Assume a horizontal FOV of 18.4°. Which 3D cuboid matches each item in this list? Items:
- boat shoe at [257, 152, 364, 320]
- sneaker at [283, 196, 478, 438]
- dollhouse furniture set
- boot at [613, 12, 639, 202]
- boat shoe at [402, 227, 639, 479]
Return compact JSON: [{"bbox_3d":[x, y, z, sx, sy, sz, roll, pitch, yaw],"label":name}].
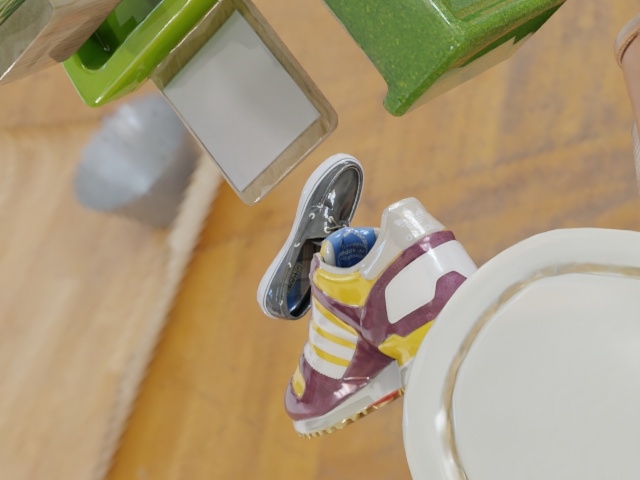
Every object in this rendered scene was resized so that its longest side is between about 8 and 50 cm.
[{"bbox_3d":[0.000,0.000,1.536,0.040,0.049,0.142,21,83,57],"label":"boat shoe"},{"bbox_3d":[0.024,0.036,0.949,0.069,0.084,0.185,-24,-6,-31],"label":"sneaker"},{"bbox_3d":[-0.084,-0.052,0.668,0.197,0.151,0.301,-42,-6,36],"label":"dollhouse furniture set"},{"bbox_3d":[0.287,-0.038,1.471,0.109,0.283,0.220,-8,64,-4],"label":"boot"},{"bbox_3d":[0.125,0.088,0.317,0.254,0.079,0.095,31,86,14],"label":"boat shoe"}]
